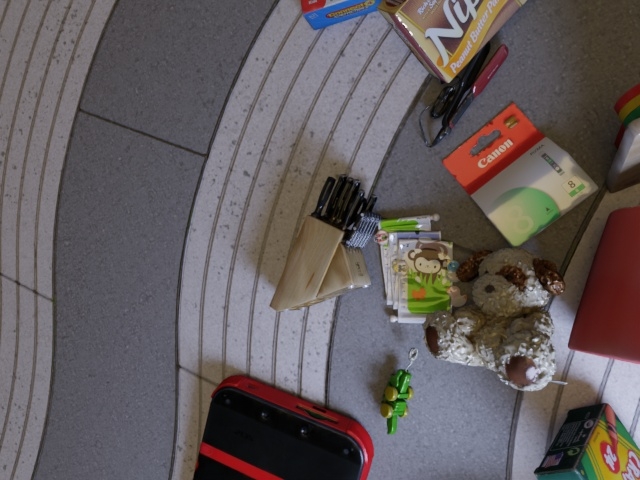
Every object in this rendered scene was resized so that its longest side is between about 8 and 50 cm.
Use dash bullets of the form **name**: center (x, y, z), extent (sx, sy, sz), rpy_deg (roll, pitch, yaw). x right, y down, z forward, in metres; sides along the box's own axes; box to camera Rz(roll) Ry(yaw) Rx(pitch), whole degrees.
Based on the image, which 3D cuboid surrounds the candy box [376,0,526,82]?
- **candy box**: center (0.277, -0.470, 0.875), extent (0.316, 0.183, 0.087), rpy_deg (-46, 37, 13)

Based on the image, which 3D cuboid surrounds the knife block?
- **knife block**: center (0.000, 0.000, 1.019), extent (0.276, 0.088, 0.242), rpy_deg (-24, 74, 27)

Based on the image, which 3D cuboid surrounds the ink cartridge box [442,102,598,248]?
- **ink cartridge box**: center (0.370, -0.125, 0.926), extent (0.181, 0.056, 0.224), rpy_deg (-40, 82, 14)

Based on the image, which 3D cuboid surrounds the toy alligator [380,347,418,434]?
- **toy alligator**: center (0.156, 0.301, 1.003), extent (0.051, 0.056, 0.189), rpy_deg (22, 100, 57)

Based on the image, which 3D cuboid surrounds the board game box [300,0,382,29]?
- **board game box**: center (0.092, -0.628, 0.984), extent (0.308, 0.086, 0.302), rpy_deg (-10, 88, 17)

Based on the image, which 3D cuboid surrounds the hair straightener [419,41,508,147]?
- **hair straightener**: center (0.268, -0.291, 0.967), extent (0.089, 0.047, 0.230), rpy_deg (41, 109, 32)

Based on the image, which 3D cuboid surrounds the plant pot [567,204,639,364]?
- **plant pot**: center (0.558, 0.080, 0.778), extent (0.275, 0.275, 0.243), rpy_deg (8, 83, 17)

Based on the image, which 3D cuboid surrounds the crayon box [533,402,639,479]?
- **crayon box**: center (0.512, 0.467, 0.813), extent (0.081, 0.202, 0.318), rpy_deg (-39, 80, 45)

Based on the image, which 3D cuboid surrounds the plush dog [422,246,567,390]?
- **plush dog**: center (0.342, 0.124, 0.876), extent (0.262, 0.211, 0.225), rpy_deg (8, 90, 58)

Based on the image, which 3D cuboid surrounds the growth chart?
- **growth chart**: center (0.200, 0.059, 0.999), extent (0.172, 0.021, 0.237), rpy_deg (-11, 88, 16)

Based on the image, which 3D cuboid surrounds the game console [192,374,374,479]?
- **game console**: center (-0.096, 0.510, 1.088), extent (0.386, 0.060, 0.342), rpy_deg (17, 101, 17)

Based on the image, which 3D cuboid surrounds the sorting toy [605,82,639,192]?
- **sorting toy**: center (0.583, -0.201, 0.761), extent (0.257, 0.255, 0.089), rpy_deg (-23, 69, 16)
